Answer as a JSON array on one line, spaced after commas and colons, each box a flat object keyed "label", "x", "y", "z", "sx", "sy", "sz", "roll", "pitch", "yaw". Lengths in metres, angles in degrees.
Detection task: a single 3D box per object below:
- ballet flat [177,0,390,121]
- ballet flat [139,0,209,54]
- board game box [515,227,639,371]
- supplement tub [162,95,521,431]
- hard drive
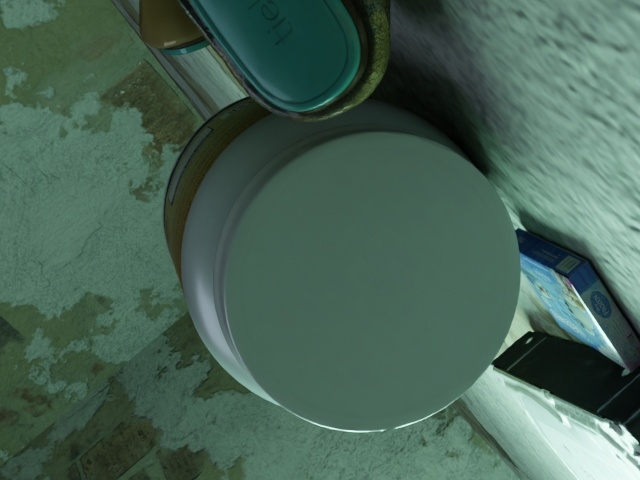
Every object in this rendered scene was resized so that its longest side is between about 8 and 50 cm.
[{"label": "ballet flat", "x": -0.077, "y": -0.219, "z": 0.481, "sx": 0.348, "sy": 0.123, "sz": 0.123, "roll": 53, "pitch": 176, "yaw": -12}, {"label": "ballet flat", "x": -0.086, "y": -0.191, "z": 0.617, "sx": 0.232, "sy": 0.080, "sz": 0.073, "roll": -90, "pitch": -20, "yaw": -61}, {"label": "board game box", "x": 0.174, "y": 0.039, "z": 0.633, "sx": 0.090, "sy": 0.020, "sz": 0.090, "roll": 50, "pitch": 177, "yaw": -22}, {"label": "supplement tub", "x": 0.000, "y": 0.000, "z": 0.713, "sx": 0.228, "sy": 0.228, "sz": 0.316, "roll": 51, "pitch": 177, "yaw": -16}, {"label": "hard drive", "x": 0.265, "y": 0.190, "z": 0.729, "sx": 0.237, "sy": 0.064, "sz": 0.339, "roll": 50, "pitch": 176, "yaw": -2}]
